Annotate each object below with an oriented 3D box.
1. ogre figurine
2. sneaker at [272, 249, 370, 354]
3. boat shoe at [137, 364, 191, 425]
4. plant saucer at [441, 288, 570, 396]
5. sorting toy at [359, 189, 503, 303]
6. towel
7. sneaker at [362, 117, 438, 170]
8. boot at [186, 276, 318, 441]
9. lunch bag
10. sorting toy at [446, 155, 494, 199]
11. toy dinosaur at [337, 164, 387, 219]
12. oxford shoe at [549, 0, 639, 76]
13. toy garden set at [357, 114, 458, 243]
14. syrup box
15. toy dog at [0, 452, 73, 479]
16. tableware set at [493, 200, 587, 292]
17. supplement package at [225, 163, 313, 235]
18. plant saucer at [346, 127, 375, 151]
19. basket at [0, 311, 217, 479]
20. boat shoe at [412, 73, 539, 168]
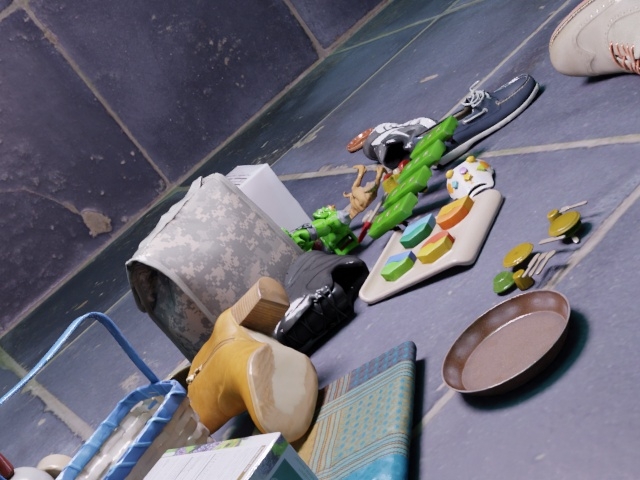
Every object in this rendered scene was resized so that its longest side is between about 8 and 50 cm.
[{"bbox_3d":[0.000,0.000,1.751,0.118,0.197,0.096,-28,56,-8],"label":"ogre figurine"},{"bbox_3d":[-0.026,0.112,1.518,0.130,0.109,0.286,-6,38,43],"label":"sneaker"},{"bbox_3d":[-0.265,0.269,1.667,0.153,0.056,0.048,-49,24,-13],"label":"boat shoe"},{"bbox_3d":[0.215,0.121,1.117,0.168,0.029,0.168,-34,16,11],"label":"plant saucer"},{"bbox_3d":[0.166,0.003,1.511,0.208,0.038,0.193,-23,22,39],"label":"sorting toy"},{"bbox_3d":[-0.005,0.278,1.142,0.272,0.040,0.370,-31,17,21],"label":"towel"},{"bbox_3d":[0.143,-0.188,1.996,0.106,0.078,0.234,-44,20,-27],"label":"sneaker"},{"bbox_3d":[-0.105,0.210,1.341,0.211,0.104,0.295,-53,29,29],"label":"boot"},{"bbox_3d":[-0.166,0.060,1.613,0.169,0.287,0.235,-19,26,47],"label":"lunch bag"},{"bbox_3d":[0.250,-0.094,1.615,0.083,0.045,0.075,-35,36,8],"label":"sorting toy"},{"bbox_3d":[0.085,-0.087,1.770,0.211,0.064,0.112,128,158,-65],"label":"toy dinosaur"},{"bbox_3d":[0.497,-0.321,1.534,0.397,0.140,0.146,-15,35,57],"label":"oxford shoe"},{"bbox_3d":[0.150,-0.083,1.734,0.204,0.049,0.244,-38,17,53],"label":"toy garden set"},{"bbox_3d":[-0.109,0.289,1.094,0.237,0.093,0.096,-21,22,47],"label":"syrup box"},{"bbox_3d":[-0.551,0.446,1.594,0.334,0.161,0.220,-37,16,1],"label":"toy dog"},{"bbox_3d":[0.286,0.012,1.278,0.104,0.024,0.154,-20,25,54],"label":"tableware set"},{"bbox_3d":[-0.169,0.010,1.897,0.263,0.199,0.198,-42,17,-15],"label":"supplement package"},{"bbox_3d":[0.099,-0.237,2.328,0.084,0.013,0.083,-33,17,12],"label":"plant saucer"},{"bbox_3d":[-0.284,0.272,1.283,0.201,0.289,0.254,-17,25,50],"label":"basket"},{"bbox_3d":[0.287,-0.236,1.827,0.255,0.079,0.095,-35,16,8],"label":"boat shoe"}]
